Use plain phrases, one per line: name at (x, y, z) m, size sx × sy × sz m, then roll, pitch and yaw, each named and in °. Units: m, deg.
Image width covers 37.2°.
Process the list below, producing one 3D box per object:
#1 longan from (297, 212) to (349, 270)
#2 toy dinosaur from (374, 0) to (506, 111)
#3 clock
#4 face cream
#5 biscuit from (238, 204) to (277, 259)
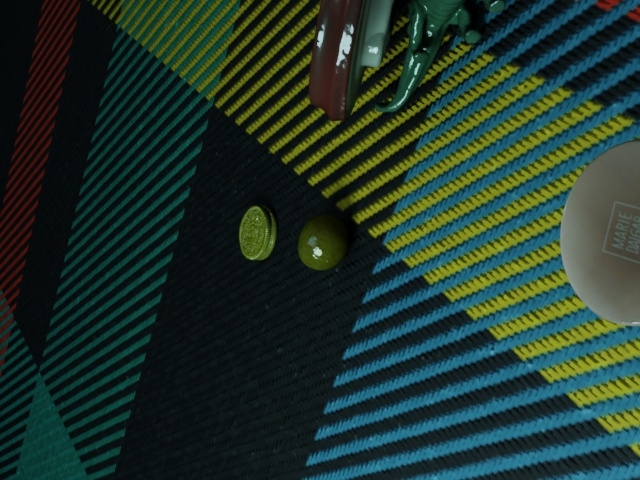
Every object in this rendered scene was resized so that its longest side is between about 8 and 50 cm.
longan at (0.000, 0.000, 1.233) m, size 0.083 × 0.075 × 0.075 m, roll 34°, pitch 114°, yaw 50°
toy dinosaur at (0.137, -0.252, 1.056) m, size 0.120 × 0.079 × 0.292 m, roll -122°, pitch 36°, yaw -49°
clock at (0.058, -0.287, 1.059) m, size 0.318 × 0.080 × 0.318 m, roll 13°, pitch -90°, yaw -88°
face cream at (0.285, -0.003, 0.773) m, size 0.149 × 0.104 × 0.149 m, roll -11°, pitch 77°, yaw 55°
biscuit at (-0.094, -0.012, 1.416) m, size 0.084 × 0.023 × 0.084 m, roll -10°, pitch 78°, yaw 55°
